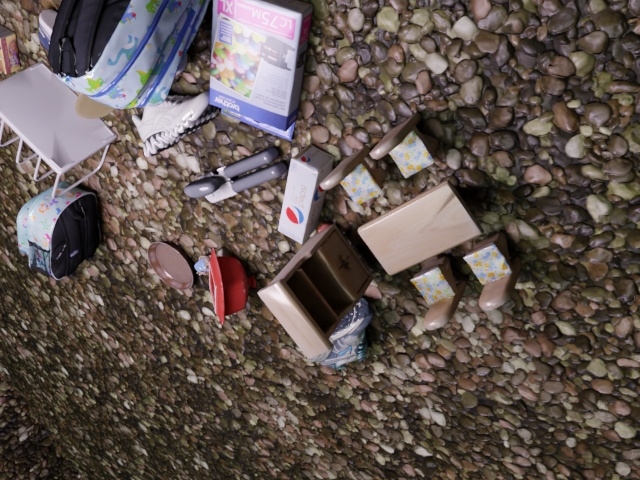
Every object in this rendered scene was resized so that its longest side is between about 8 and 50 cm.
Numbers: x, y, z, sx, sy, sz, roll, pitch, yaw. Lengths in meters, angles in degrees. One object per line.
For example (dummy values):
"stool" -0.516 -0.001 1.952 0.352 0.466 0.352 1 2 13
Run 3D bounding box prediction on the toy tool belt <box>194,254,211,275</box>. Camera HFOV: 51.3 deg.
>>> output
"toy tool belt" -0.323 0.071 1.830 0.083 0.051 0.052 -21 108 45

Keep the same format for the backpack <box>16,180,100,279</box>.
"backpack" -0.760 -0.046 1.944 0.191 0.225 0.254 28 132 9

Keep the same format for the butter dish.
"butter dish" -0.228 0.115 1.756 0.160 0.118 0.160 -112 22 -45

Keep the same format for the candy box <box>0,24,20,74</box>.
"candy box" -0.893 -0.535 1.779 0.186 0.053 0.109 31 136 15

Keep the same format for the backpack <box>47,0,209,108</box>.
"backpack" -0.360 -0.427 1.250 0.290 0.356 0.273 23 167 34

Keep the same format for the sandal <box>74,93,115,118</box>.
"sandal" -0.500 -0.390 1.592 0.088 0.079 0.240 27 129 -35

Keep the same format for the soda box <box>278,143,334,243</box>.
"soda box" -0.034 -0.099 1.458 0.069 0.074 0.216 30 136 15

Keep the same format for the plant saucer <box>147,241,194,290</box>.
"plant saucer" -0.427 0.069 1.925 0.168 0.029 0.169 20 132 23

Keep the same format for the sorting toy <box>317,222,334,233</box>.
"sorting toy" 0.000 0.000 1.525 0.102 0.061 0.042 -56 45 13

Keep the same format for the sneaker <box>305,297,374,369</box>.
"sneaker" 0.075 0.233 1.642 0.122 0.110 0.283 28 141 -10

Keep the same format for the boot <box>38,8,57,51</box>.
"boot" -0.614 -0.465 1.622 0.190 0.069 0.086 52 145 3

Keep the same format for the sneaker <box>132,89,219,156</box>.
"sneaker" -0.340 -0.287 1.526 0.292 0.110 0.118 -18 102 44

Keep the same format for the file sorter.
"file sorter" -0.720 -0.282 1.750 0.278 0.193 0.173 45 141 -2

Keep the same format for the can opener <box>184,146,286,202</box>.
"can opener" -0.199 -0.140 1.547 0.280 0.093 0.074 -16 112 38

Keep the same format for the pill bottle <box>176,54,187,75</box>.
"pill bottle" -0.390 -0.373 1.473 0.193 0.108 0.108 -27 105 40

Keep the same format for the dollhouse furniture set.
"dollhouse furniture set" 0.110 0.032 1.283 0.394 0.256 0.362 -29 103 38

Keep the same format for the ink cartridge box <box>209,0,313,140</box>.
"ink cartridge box" -0.128 -0.344 1.332 0.185 0.065 0.311 22 136 11
